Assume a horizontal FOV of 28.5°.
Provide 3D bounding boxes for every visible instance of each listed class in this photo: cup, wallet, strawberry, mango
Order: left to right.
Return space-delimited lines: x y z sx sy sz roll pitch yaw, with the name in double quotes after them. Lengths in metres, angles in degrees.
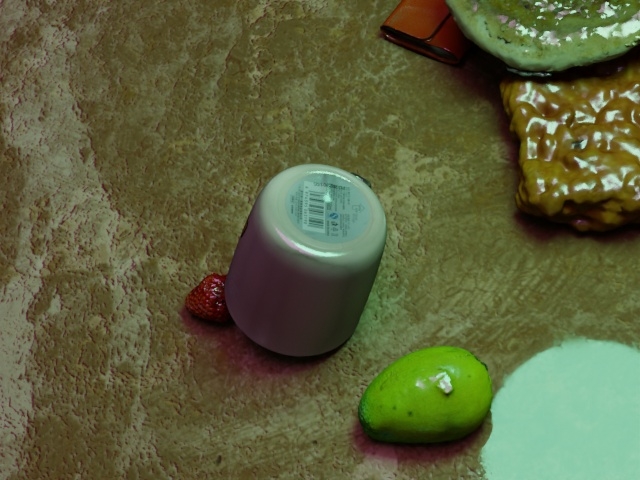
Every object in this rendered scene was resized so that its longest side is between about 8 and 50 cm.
-0.151 0.080 1.740 0.083 0.073 0.073 -2 58 22 "strawberry"
0.000 0.000 1.666 0.191 0.200 0.253 32 51 9 "cup"
0.132 0.200 1.607 0.178 0.100 0.119 -19 60 5 "mango"
0.206 -0.376 1.980 0.142 0.045 0.204 26 65 22 "wallet"

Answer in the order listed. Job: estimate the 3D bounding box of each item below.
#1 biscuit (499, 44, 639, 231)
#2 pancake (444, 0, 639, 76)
0.419 -0.160 1.781 0.318 0.110 0.312 -9 60 4 "biscuit"
0.348 -0.406 1.799 0.382 0.071 0.382 -6 67 14 "pancake"
